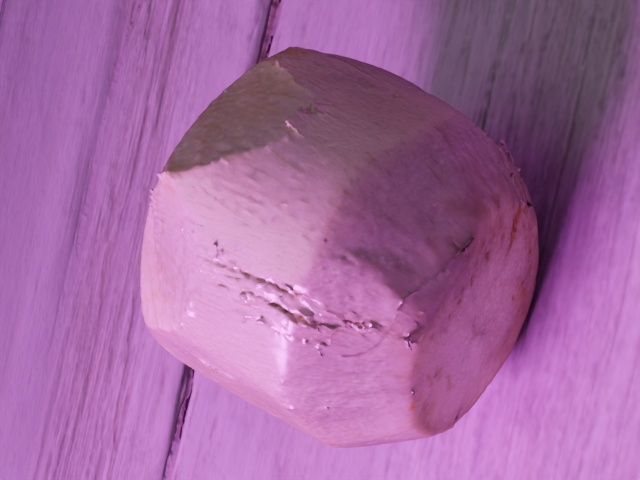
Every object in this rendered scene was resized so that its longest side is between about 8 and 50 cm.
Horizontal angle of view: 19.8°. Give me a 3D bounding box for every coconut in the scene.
[{"bbox_3d":[0.000,0.000,1.176,0.247,0.245,0.245,26,106,27],"label":"coconut"}]
